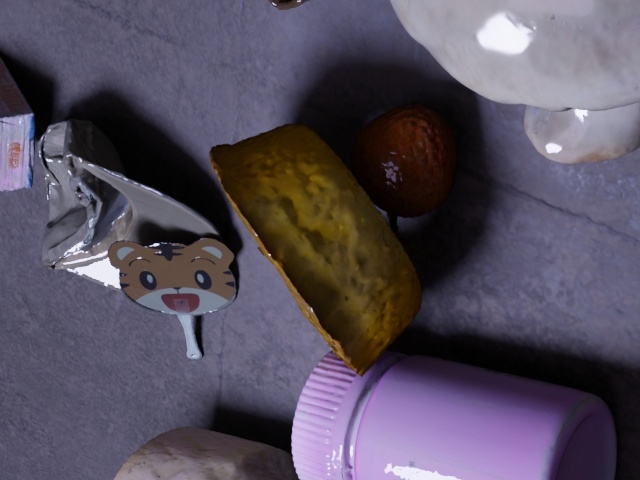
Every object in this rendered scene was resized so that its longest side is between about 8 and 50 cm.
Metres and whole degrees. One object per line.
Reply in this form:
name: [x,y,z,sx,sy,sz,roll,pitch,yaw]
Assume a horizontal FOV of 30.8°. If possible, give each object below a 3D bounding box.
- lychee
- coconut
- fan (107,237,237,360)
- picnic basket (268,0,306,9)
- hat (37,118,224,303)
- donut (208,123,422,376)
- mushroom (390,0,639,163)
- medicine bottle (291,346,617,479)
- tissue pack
lychee: [0.078,-0.063,1.102,0.114,0.101,0.140,34,110,17]
coconut: [-0.151,0.385,1.431,0.329,0.329,0.328,20,126,30]
fan: [-0.168,0.075,1.418,0.153,0.008,0.226,-1,137,6]
picnic basket: [-0.041,-0.318,1.089,0.110,0.055,0.193,-19,102,45]
hat: [-0.234,-0.043,1.409,0.245,0.149,0.214,15,138,-13]
donut: [0.000,0.000,1.129,0.277,0.108,0.277,55,176,5]
mushroom: [0.171,-0.216,0.813,0.315,0.315,0.356,47,135,7]
medicine bottle: [0.132,0.212,1.173,0.291,0.178,0.178,9,120,36]
tissue pack: [-0.407,-0.149,1.455,0.155,0.065,0.115,50,142,38]
